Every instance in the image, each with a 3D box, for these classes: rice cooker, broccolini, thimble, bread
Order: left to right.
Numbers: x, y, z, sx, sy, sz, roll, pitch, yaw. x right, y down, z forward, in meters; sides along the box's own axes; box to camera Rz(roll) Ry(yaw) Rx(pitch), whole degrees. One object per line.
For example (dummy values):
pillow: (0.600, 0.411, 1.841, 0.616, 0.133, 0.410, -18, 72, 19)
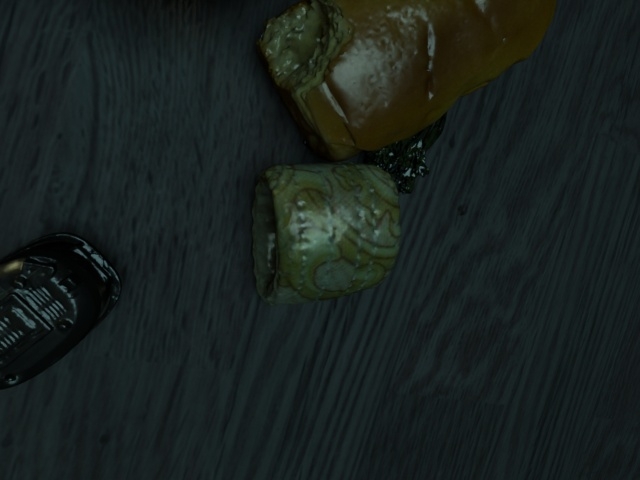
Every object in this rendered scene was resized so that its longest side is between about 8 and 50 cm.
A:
rice cooker: (-0.287, 0.069, 0.430, 0.165, 0.106, 0.112, -38, 107, 0)
thimble: (0.000, 0.000, 0.514, 0.143, 0.137, 0.190, -5, 124, -22)
bread: (0.107, -0.237, 0.500, 0.344, 0.149, 0.195, -35, 104, -12)
broccolini: (0.131, -0.153, 0.578, 0.091, 0.068, 0.202, 31, 86, -4)
